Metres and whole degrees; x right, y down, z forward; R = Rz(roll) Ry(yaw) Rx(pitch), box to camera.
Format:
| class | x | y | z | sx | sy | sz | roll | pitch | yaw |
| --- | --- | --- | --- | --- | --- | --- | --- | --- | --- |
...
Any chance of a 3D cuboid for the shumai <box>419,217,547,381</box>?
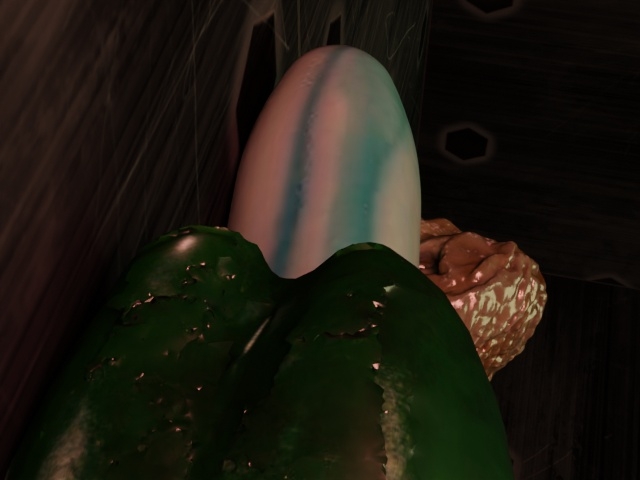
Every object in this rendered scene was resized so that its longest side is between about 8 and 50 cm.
| class | x | y | z | sx | sy | sz | roll | pitch | yaw |
| --- | --- | --- | --- | --- | --- | --- | --- | --- | --- |
| shumai | 0.078 | 0.053 | 0.901 | 0.206 | 0.175 | 0.166 | -36 | 150 | -7 |

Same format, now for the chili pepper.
| class | x | y | z | sx | sy | sz | roll | pitch | yaw |
| --- | --- | --- | --- | --- | --- | --- | --- | --- | --- |
| chili pepper | -0.032 | 0.134 | 0.481 | 0.248 | 0.233 | 0.256 | 117 | -17 | -58 |

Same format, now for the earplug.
| class | x | y | z | sx | sy | sz | roll | pitch | yaw |
| --- | --- | --- | --- | --- | --- | --- | --- | --- | --- |
| earplug | 0.000 | 0.000 | 0.763 | 0.185 | 0.185 | 0.324 | 78 | 17 | -70 |
